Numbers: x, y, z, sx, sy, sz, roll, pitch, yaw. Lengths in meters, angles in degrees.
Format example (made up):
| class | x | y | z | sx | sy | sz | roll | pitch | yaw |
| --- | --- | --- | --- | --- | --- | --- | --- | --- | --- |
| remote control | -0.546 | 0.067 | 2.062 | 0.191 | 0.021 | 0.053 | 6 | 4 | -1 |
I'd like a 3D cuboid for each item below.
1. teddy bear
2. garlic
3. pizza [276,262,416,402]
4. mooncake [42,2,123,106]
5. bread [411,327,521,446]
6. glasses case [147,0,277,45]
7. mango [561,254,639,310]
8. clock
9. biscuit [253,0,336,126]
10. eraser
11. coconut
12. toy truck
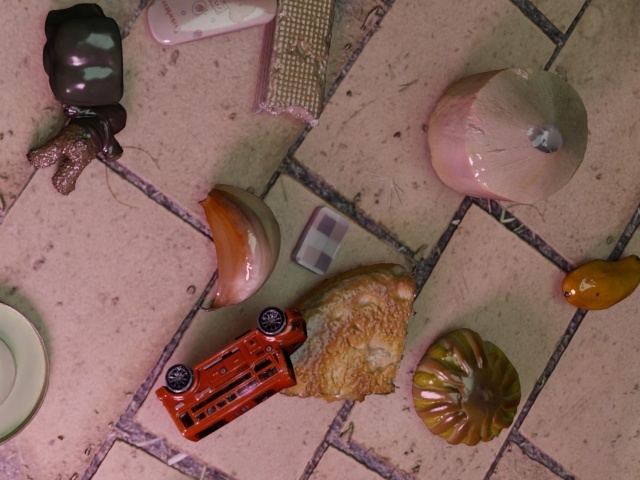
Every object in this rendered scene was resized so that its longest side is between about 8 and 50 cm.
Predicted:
| class | x | y | z | sx | sy | sz | roll | pitch | yaw |
| --- | --- | --- | --- | --- | --- | --- | --- | --- | --- |
| teddy bear | -0.353 | -0.151 | 1.689 | 0.160 | 0.078 | 0.119 | -47 | 108 | -13 |
| garlic | -0.118 | 0.016 | 1.796 | 0.128 | 0.115 | 0.207 | -3 | 99 | -31 |
| pizza | 0.043 | 0.177 | 1.898 | 0.335 | 0.086 | 0.226 | -40 | 106 | -17 |
| mooncake | -0.339 | -0.274 | 1.629 | 0.104 | 0.175 | 0.168 | -1 | 76 | -20 |
| bread | 0.261 | 0.265 | 2.004 | 0.213 | 0.105 | 0.213 | -4 | 99 | -24 |
| glasses case | -0.166 | -0.356 | 1.758 | 0.204 | 0.051 | 0.081 | -17 | 94 | -11 |
| mango | 0.528 | 0.080 | 2.127 | 0.190 | 0.075 | 0.098 | -12 | 106 | -30 |
| clock | -0.516 | 0.198 | 1.671 | 0.235 | 0.029 | 0.235 | -3 | 96 | -25 |
| biscuit | -0.038 | -0.309 | 1.831 | 0.108 | 0.062 | 0.239 | 7 | 92 | -26 |
| eraser | 0.000 | 0.000 | 1.897 | 0.065 | 0.026 | 0.105 | 30 | 81 | -27 |
| coconut | 0.319 | -0.175 | 1.910 | 0.239 | 0.244 | 0.239 | -2 | 95 | -26 |
| toy truck | -0.122 | 0.207 | 1.767 | 0.252 | 0.107 | 0.114 | -31 | 72 | -1 |
